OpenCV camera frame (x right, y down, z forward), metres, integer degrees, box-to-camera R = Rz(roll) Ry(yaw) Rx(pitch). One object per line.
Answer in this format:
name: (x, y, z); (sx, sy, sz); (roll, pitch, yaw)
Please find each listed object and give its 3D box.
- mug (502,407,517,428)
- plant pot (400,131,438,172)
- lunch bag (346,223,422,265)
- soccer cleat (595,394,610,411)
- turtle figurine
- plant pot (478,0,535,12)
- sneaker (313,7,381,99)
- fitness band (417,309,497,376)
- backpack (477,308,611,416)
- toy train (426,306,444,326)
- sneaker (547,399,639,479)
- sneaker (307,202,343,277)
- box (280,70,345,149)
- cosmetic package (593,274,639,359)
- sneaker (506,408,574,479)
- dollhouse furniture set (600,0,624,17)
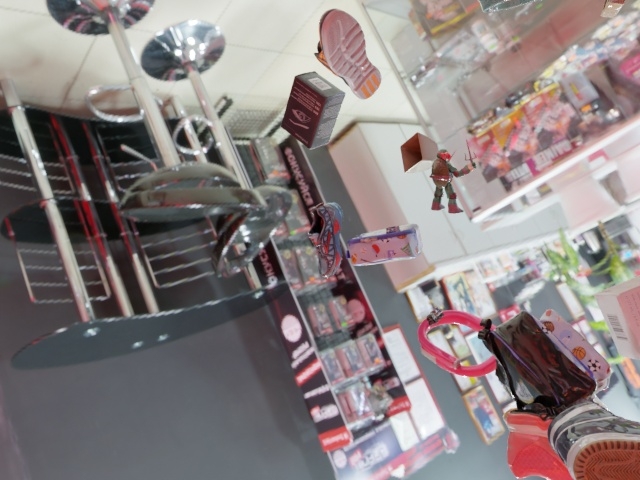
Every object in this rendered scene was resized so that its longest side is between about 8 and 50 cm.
mug: (0.524, 0.481, 1.489); (0.062, 0.064, 0.078); (-15, -166, 39)
plant pot: (0.357, -0.303, 1.988); (0.096, 0.109, 0.109); (4, 158, -27)
lunch bag: (0.216, 0.014, 1.919); (0.243, 0.115, 0.303); (-8, -179, 16)
soccer cleat: (0.780, 0.500, 1.681); (0.116, 0.331, 0.143); (-35, -161, 18)
turtle figurine: (0.406, -0.209, 1.812); (0.118, 0.234, 0.175); (-6, -164, -19)
plant pot: (0.423, -0.617, 1.224); (0.292, 0.197, 0.293); (-13, -169, 3)
sneaker: (0.037, -0.509, 1.503); (0.124, 0.180, 0.321); (-44, 150, -1)
fitness band: (0.427, 0.305, 1.720); (0.208, 0.054, 0.290); (-30, -148, -22)
backpack: (0.510, 0.305, 1.280); (0.213, 0.277, 0.264); (-24, 137, -6)
toy train: (0.332, 0.219, 1.639); (0.027, 0.036, 0.158); (-35, 169, 19)
sneaker: (0.453, 0.288, 0.761); (0.281, 0.099, 0.153); (7, 180, 1)
sneaker: (0.000, 0.000, 1.947); (0.125, 0.262, 0.104); (-1, -176, -39)
box: (-0.028, -0.442, 1.926); (0.108, 0.153, 0.207); (-28, 151, -42)
cosmetic package: (1.057, 0.187, 1.680); (0.384, 0.217, 0.156); (-23, 176, -2)
sneaker: (0.487, 0.399, 1.008); (0.313, 0.136, 0.116); (9, 172, 17)
dollhouse furniture set: (0.832, -0.878, 1.875); (0.355, 0.174, 0.303); (14, -178, 12)
